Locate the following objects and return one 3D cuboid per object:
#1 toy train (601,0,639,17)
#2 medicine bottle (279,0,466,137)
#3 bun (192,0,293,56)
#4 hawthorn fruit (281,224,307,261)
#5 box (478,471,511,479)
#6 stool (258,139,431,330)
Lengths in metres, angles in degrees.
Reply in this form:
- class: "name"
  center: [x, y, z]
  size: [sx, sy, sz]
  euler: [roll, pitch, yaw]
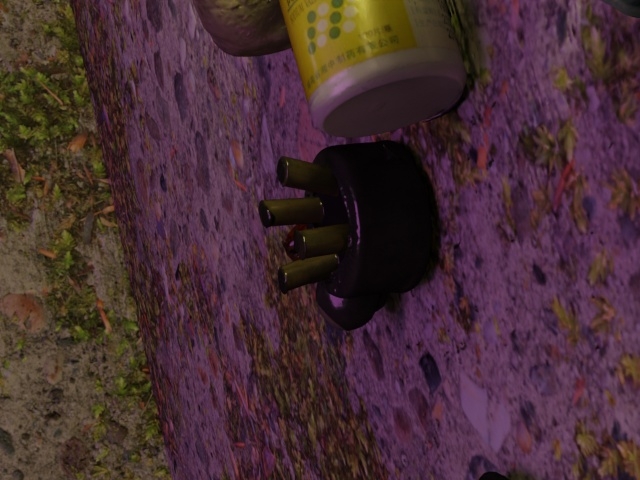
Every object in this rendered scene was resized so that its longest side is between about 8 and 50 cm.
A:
- class: "toy train"
  center: [0.187, -0.267, 0.580]
  size: [0.237, 0.150, 0.369]
  euler: [58, 153, 33]
- class: "medicine bottle"
  center: [0.030, -0.233, 0.997]
  size: [0.143, 0.143, 0.258]
  euler: [132, 126, -65]
- class: "bun"
  center: [-0.059, -0.305, 1.164]
  size: [0.239, 0.141, 0.239]
  euler: [-5, -90, -71]
- class: "hawthorn fruit"
  center: [0.000, 0.000, 1.254]
  size: [0.081, 0.093, 0.081]
  euler: [171, 90, -68]
- class: "box"
  center: [0.191, 0.316, 0.971]
  size: [0.201, 0.042, 0.213]
  euler: [-155, 57, -66]
- class: "stool"
  center: [0.024, 0.003, 1.130]
  size: [0.153, 0.139, 0.228]
  euler: [-137, 44, -61]
